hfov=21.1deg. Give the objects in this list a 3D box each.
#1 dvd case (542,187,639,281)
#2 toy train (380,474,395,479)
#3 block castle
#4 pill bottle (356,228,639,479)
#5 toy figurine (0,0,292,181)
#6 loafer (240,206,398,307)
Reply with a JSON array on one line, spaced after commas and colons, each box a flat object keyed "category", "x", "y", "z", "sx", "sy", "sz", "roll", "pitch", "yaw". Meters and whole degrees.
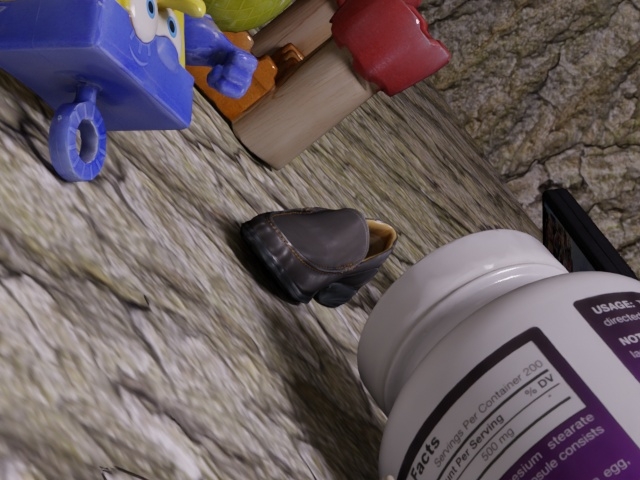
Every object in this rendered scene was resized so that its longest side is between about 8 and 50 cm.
[{"category": "dvd case", "x": 0.194, "y": 0.110, "z": 1.232, "sx": 0.180, "sy": 0.022, "sz": 0.253, "roll": -112, "pitch": -164, "yaw": -64}, {"category": "toy train", "x": 0.021, "y": 0.156, "z": 0.524, "sx": 0.143, "sy": 0.105, "sz": 0.248, "roll": 23, "pitch": 28, "yaw": -43}, {"category": "block castle", "x": -0.090, "y": -0.300, "z": 1.289, "sx": 0.453, "sy": 0.213, "sz": 0.303, "roll": 48, "pitch": 10, "yaw": -15}, {"category": "pill bottle", "x": 0.149, "y": 0.141, "z": 0.832, "sx": 0.181, "sy": 0.181, "sz": 0.323, "roll": 40, "pitch": 10, "yaw": -50}, {"category": "toy figurine", "x": -0.126, "y": -0.119, "z": 0.861, "sx": 0.362, "sy": 0.191, "sz": 0.217, "roll": 47, "pitch": 38, "yaw": -64}, {"category": "loafer", "x": 0.000, "y": 0.000, "z": 1.055, "sx": 0.062, "sy": 0.061, "sz": 0.170, "roll": 54, "pitch": 11, "yaw": 11}]
